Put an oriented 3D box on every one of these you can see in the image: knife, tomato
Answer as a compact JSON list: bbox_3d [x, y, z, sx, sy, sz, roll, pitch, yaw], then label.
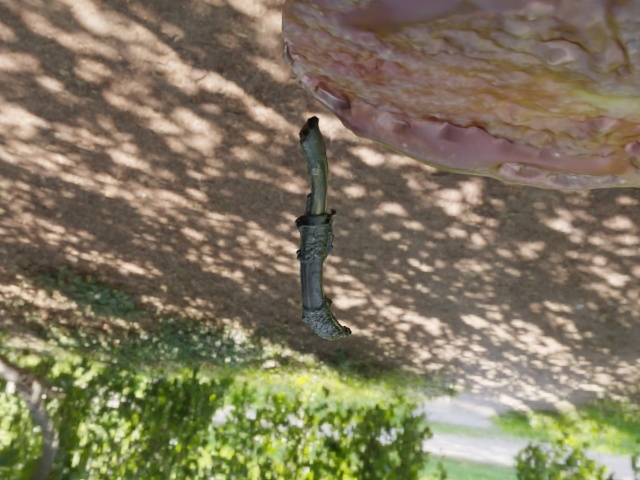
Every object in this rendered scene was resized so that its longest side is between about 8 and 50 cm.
[{"bbox_3d":[-0.006,0.003,0.559,0.045,0.021,0.222,-20,126,-17],"label":"knife"},{"bbox_3d":[0.140,-0.153,0.434,0.309,0.170,0.309,17,166,5],"label":"tomato"}]
